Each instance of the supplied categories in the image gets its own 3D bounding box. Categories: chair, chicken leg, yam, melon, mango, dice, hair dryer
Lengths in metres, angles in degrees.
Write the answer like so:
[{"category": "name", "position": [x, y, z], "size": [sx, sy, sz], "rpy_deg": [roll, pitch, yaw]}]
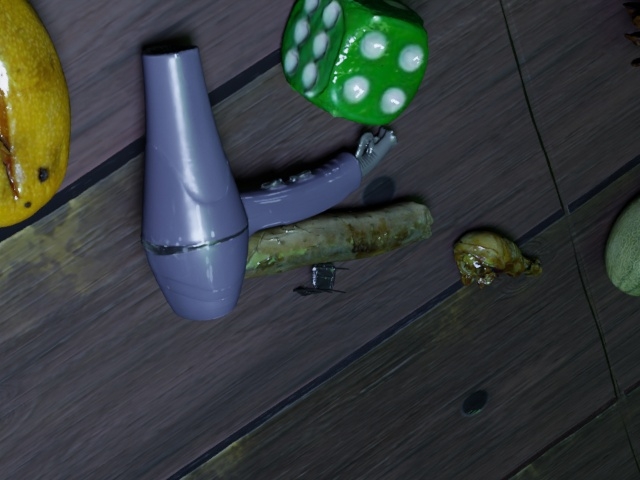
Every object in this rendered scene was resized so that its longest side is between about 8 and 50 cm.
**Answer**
[{"category": "chair", "position": [0.002, 0.051, 1.410], "size": [0.037, 0.086, 0.042], "rpy_deg": [6, 82, -36]}, {"category": "chicken leg", "position": [0.258, 0.034, 1.552], "size": [0.178, 0.070, 0.093], "rpy_deg": [9, 122, -46]}, {"category": "yam", "position": [0.000, 0.000, 1.364], "size": [0.317, 0.071, 0.067], "rpy_deg": [-11, 91, -24]}, {"category": "melon", "position": [0.513, -0.003, 1.625], "size": [0.139, 0.139, 0.192], "rpy_deg": [21, 109, -39]}, {"category": "mango", "position": [-0.332, -0.142, 1.025], "size": [0.177, 0.120, 0.295], "rpy_deg": [-22, 130, -19]}, {"category": "dice", "position": [0.037, -0.211, 1.194], "size": [0.120, 0.131, 0.128], "rpy_deg": [6, 119, -34]}, {"category": "hair dryer", "position": [-0.053, -0.094, 1.250], "size": [0.361, 0.121, 0.301], "rpy_deg": [-19, 113, -36]}]

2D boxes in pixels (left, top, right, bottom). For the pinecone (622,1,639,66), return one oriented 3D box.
[{"category": "pinecone", "position": [0.491, -0.313, 1.348], "size": [0.224, 0.224, 0.273], "rpy_deg": [-22, 106, -16]}]
